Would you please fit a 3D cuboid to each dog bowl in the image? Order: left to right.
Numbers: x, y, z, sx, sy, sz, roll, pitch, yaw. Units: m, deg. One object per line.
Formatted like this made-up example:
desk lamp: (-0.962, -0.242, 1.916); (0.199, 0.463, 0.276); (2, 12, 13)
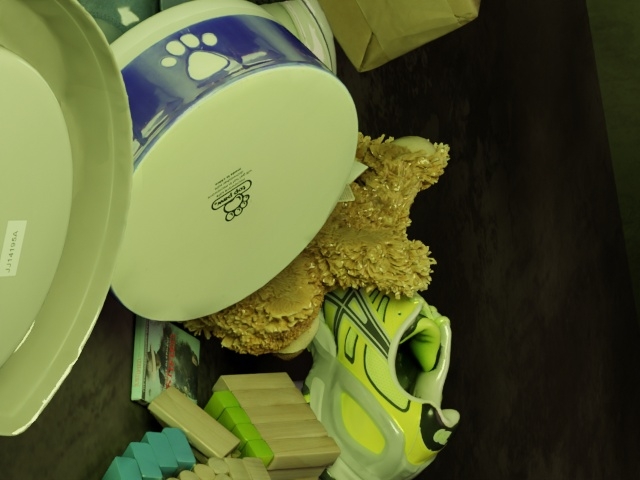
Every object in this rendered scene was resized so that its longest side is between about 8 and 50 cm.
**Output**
dog bowl: (-0.264, -0.011, 1.230); (0.349, 0.102, 0.349); (-39, 139, -45)
dog bowl: (-0.100, -0.064, 1.605); (0.104, 0.265, 0.265); (44, -3, 33)

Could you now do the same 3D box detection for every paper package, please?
paper package: (0.056, -0.405, 2.123); (0.309, 0.168, 0.325); (58, 25, -30)

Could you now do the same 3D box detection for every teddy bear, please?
teddy bear: (0.000, 0.000, 1.886); (0.338, 0.245, 0.113); (-75, 164, -47)

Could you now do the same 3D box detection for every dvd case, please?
dvd case: (-0.143, 0.120, 1.787); (0.119, 0.013, 0.087); (39, 49, -61)

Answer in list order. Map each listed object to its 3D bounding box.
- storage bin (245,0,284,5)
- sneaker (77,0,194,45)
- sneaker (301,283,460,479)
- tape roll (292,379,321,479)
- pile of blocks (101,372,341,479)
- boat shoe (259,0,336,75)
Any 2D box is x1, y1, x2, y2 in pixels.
storage bin: (-0.066, -0.334, 1.905); (0.122, 0.084, 0.180); (-73, 150, -47)
sneaker: (-0.120, -0.193, 1.754); (0.323, 0.130, 0.236); (14, 77, -62)
sneaker: (0.063, 0.085, 1.937); (0.145, 0.147, 0.385); (34, 36, -43)
tape roll: (-0.018, 0.281, 1.971); (0.275, 0.090, 0.275); (-6, 90, -69)
pile of blocks: (-0.126, 0.231, 1.715); (0.112, 0.149, 0.362); (-58, 166, 30)
boat shoe: (-0.035, -0.150, 2.041); (0.088, 0.096, 0.267); (-68, 155, -59)
